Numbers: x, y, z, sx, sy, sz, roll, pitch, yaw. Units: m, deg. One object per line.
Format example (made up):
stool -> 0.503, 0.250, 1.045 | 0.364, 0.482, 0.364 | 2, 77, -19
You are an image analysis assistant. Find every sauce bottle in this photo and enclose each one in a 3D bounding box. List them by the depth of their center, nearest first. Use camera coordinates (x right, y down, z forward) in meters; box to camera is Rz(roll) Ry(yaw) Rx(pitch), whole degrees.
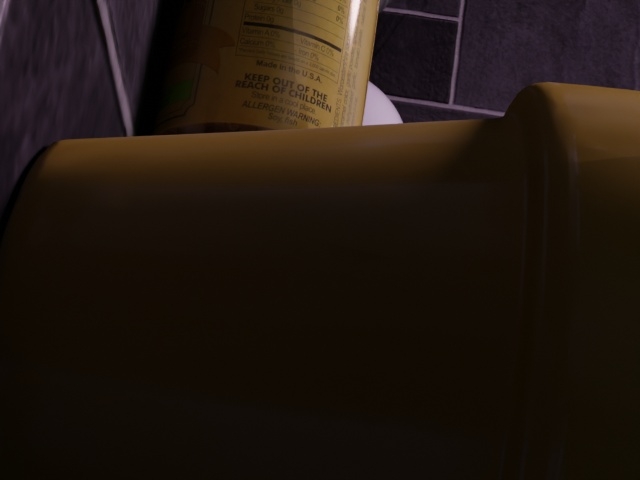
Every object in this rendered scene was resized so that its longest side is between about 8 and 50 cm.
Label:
sauce bottle -> -0.017, -0.163, 0.751 | 0.111, 0.111, 0.344 | 98, 1, -68

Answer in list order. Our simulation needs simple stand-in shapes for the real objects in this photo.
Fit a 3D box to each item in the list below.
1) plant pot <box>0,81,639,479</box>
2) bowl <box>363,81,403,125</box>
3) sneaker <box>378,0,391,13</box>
plant pot -> 0.014, 0.063, 0.471 | 0.254, 0.239, 0.254 | -172, -90, -90
bowl -> 0.000, 0.000, 1.061 | 0.298, 0.134, 0.298 | -159, -90, -89
sneaker -> 0.017, -0.337, 1.097 | 0.147, 0.145, 0.385 | 74, 24, -57
